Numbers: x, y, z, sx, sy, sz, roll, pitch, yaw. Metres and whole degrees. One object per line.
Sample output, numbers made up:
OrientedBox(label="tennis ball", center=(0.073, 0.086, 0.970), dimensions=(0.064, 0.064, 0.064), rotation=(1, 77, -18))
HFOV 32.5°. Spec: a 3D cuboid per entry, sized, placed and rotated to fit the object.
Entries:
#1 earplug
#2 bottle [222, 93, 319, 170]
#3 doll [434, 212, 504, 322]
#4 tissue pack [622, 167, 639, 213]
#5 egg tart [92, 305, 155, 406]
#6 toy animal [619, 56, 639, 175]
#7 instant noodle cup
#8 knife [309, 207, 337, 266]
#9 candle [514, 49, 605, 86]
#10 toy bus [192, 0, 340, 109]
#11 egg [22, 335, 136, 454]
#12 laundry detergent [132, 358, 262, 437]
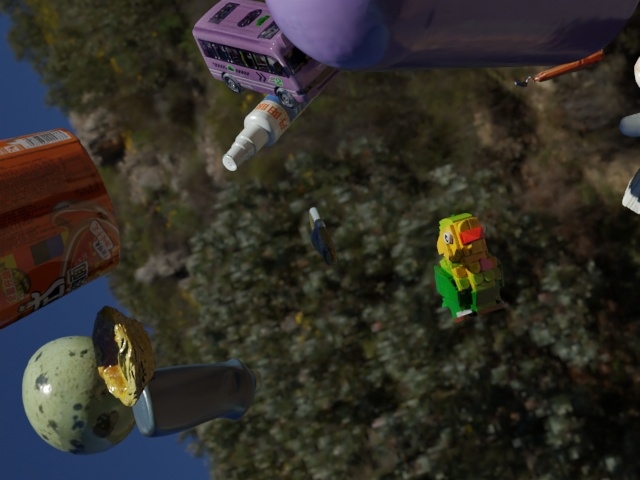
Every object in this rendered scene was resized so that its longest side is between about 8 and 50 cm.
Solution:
OrientedBox(label="earplug", center=(0.121, -0.250, 1.006), dimensions=(0.456, 0.215, 0.215), rotation=(-19, -91, -52))
OrientedBox(label="bottle", center=(-0.074, -0.178, 1.631), dimensions=(0.217, 0.060, 0.060), rotation=(-52, -51, -33))
OrientedBox(label="doll", center=(0.239, 0.045, 1.807), dimensions=(0.134, 0.106, 0.186), rotation=(-138, 36, -63))
OrientedBox(label="tissue pack", center=(0.441, -0.082, 1.458), dimensions=(0.062, 0.042, 0.083), rotation=(-57, -6, -39))
OrientedBox(label="egg tart", center=(-0.236, 0.138, 1.329), dimensions=(0.130, 0.052, 0.130), rotation=(31, 128, 51))
OrientedBox(label="toy animal", center=(0.444, -0.193, 1.370), dimensions=(0.140, 0.138, 0.282), rotation=(108, 155, -54))
OrientedBox(label="instant noodle cup", center=(-0.378, -0.020, 1.363), dimensions=(0.250, 0.192, 0.250), rotation=(41, 143, 40))
OrientedBox(label="knife", center=(0.000, 0.001, 1.548), dimensions=(0.343, 0.027, 0.061), rotation=(-110, 6, -78))
OrientedBox(label="candle", center=(0.437, -0.308, 2.003), dimensions=(0.021, 0.167, 0.026), rotation=(-102, -9, -45))
OrientedBox(label="toy bus", center=(-0.062, -0.221, 1.261), dimensions=(0.178, 0.087, 0.098), rotation=(22, 150, 44))
OrientedBox(label="egg", center=(-0.374, 0.233, 1.701), dimensions=(0.228, 0.177, 0.177), rotation=(28, 154, 50))
OrientedBox(label="laundry detergent", center=(-0.170, 0.222, 1.595), dimensions=(0.206, 0.061, 0.096), rotation=(-8, -111, -35))
